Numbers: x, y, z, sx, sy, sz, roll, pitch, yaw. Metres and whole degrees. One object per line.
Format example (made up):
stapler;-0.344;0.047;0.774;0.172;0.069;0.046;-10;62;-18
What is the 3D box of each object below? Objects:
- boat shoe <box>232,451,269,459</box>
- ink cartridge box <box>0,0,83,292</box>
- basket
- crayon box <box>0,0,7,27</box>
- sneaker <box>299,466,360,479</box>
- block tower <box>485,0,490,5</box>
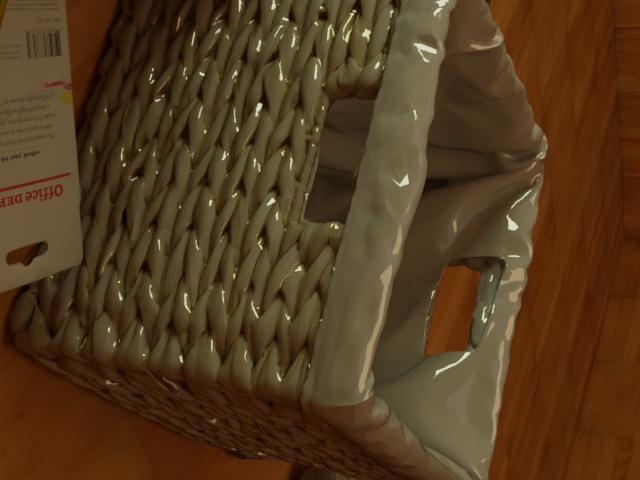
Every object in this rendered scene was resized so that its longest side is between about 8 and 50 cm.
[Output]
boat shoe;0.022;0.141;1.029;0.320;0.103;0.118;-23;115;-62
ink cartridge box;-0.196;-0.065;0.572;0.104;0.062;0.181;-25;117;-61
basket;0.000;0.000;0.764;0.331;0.266;0.328;46;54;-57
crayon box;-0.204;-0.145;0.403;0.165;0.081;0.278;-22;138;-61
sneaker;0.004;0.351;1.052;0.086;0.085;0.237;25;73;-58
block tower;0.144;-0.311;1.077;0.097;0.091;0.335;-49;161;-32
